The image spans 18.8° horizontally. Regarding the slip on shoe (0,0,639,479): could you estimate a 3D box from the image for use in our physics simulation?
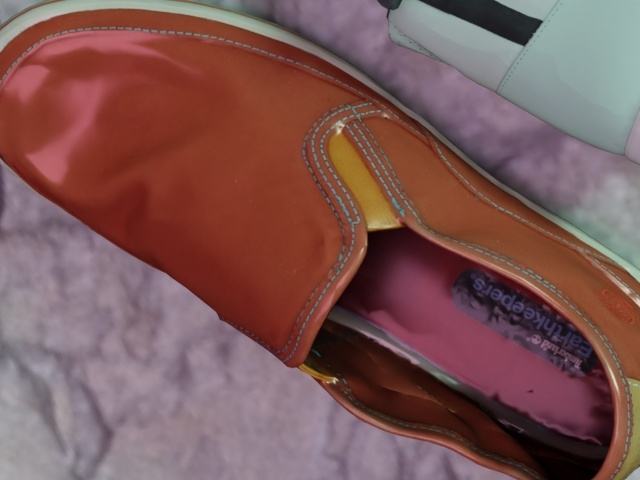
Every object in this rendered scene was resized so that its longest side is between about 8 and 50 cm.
[{"bbox_3d":[0.000,0.000,0.790,0.331,0.101,0.123,30,115,6],"label":"slip on shoe"}]

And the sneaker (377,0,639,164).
[{"bbox_3d":[0.103,-0.164,0.710,0.151,0.094,0.256,22,111,11],"label":"sneaker"}]
